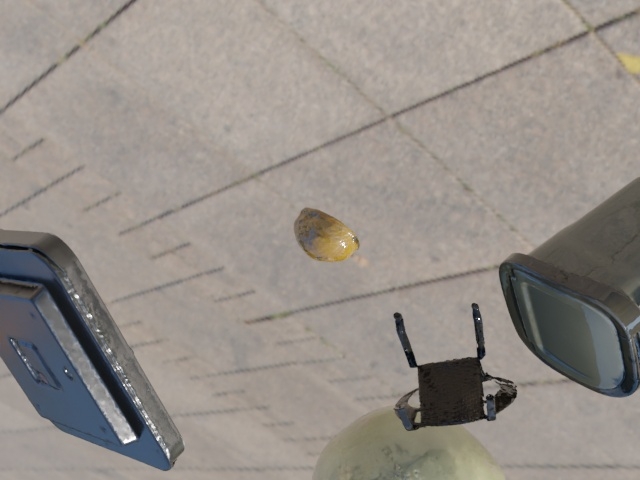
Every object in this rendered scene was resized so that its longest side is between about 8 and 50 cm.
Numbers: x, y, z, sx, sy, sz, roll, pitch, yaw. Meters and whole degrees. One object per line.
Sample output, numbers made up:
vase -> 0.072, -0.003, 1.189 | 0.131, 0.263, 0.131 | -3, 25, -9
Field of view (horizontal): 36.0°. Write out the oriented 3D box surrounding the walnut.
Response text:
walnut -> 0.000, 0.000, 1.379 | 0.091, 0.052, 0.121 | 47, 160, -24

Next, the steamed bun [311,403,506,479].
steamed bun -> 0.132, 0.443, 1.637 | 0.312, 0.334, 0.233 | 42, -174, 4

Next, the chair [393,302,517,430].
chair -> 0.177, 0.198, 1.348 | 0.174, 0.149, 0.213 | -10, 147, 12

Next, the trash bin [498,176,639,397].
trash bin -> 0.422, 0.056, 1.382 | 0.219, 0.250, 0.220 | 37, 157, 44

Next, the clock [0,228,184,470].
clock -> -0.282, 0.114, 1.031 | 0.273, 0.049, 0.279 | 2, 125, 48
